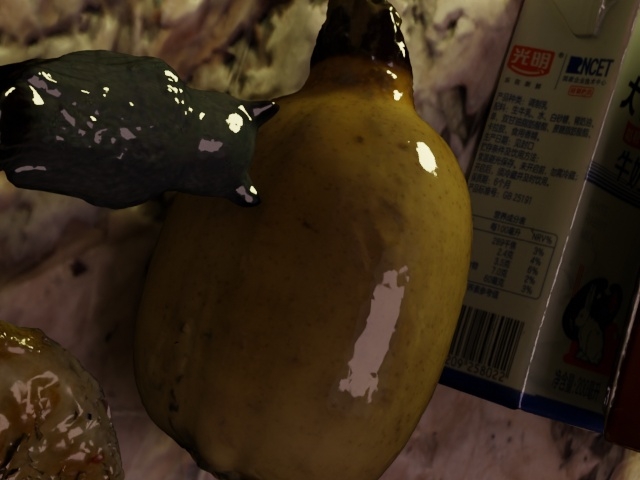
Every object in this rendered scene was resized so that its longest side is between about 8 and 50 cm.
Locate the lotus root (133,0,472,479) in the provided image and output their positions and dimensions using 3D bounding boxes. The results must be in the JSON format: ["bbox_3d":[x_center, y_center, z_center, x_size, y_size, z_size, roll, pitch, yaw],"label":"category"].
[{"bbox_3d":[0.000,0.000,0.926,0.183,0.183,0.310,25,79,-47],"label":"lotus root"}]

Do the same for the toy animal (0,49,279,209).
[{"bbox_3d":[-0.113,-0.065,0.789,0.210,0.117,0.121,4,94,-18],"label":"toy animal"}]

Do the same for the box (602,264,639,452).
[{"bbox_3d":[0.330,-0.005,1.195,0.385,0.122,0.344,16,90,-73],"label":"box"}]

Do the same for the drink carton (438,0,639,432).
[{"bbox_3d":[0.180,-0.030,1.157,0.130,0.107,0.315,19,86,-49],"label":"drink carton"}]

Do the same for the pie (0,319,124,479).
[{"bbox_3d":[-0.223,0.156,0.833,0.274,0.055,0.274,-14,112,-37],"label":"pie"}]
